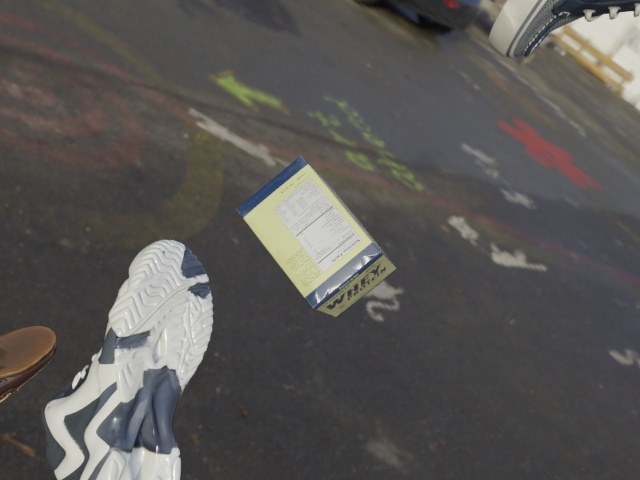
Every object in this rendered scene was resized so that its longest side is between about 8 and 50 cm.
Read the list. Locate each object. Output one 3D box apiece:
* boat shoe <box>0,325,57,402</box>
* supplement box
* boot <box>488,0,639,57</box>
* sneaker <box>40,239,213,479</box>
[{"bbox_3d":[-0.461,0.195,1.247,0.207,0.073,0.073,-30,53,-28],"label":"boat shoe"},{"bbox_3d":[0.000,0.000,0.600,0.083,0.056,0.083,52,4,15],"label":"supplement box"},{"bbox_3d":[0.166,-0.145,0.502,0.086,0.190,0.069,39,65,4],"label":"boot"},{"bbox_3d":[-0.178,0.117,0.768,0.153,0.234,0.094,-5,-12,44],"label":"sneaker"}]
